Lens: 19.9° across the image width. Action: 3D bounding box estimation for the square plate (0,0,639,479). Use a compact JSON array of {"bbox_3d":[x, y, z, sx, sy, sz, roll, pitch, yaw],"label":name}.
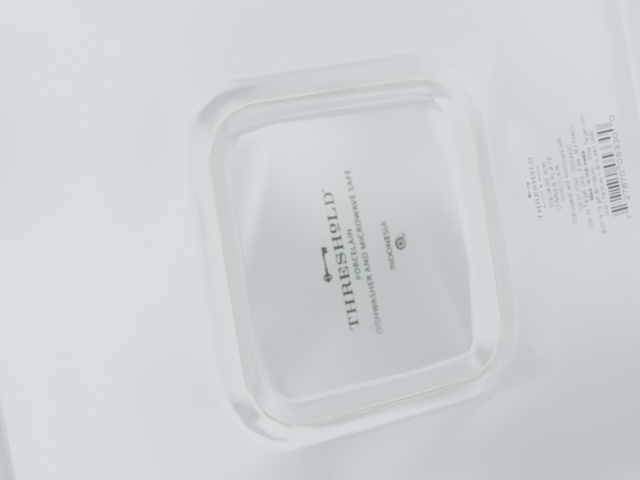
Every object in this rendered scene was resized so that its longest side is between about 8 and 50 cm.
[{"bbox_3d":[0.000,0.000,0.562,0.344,0.049,0.347,-12,94,-32],"label":"square plate"}]
